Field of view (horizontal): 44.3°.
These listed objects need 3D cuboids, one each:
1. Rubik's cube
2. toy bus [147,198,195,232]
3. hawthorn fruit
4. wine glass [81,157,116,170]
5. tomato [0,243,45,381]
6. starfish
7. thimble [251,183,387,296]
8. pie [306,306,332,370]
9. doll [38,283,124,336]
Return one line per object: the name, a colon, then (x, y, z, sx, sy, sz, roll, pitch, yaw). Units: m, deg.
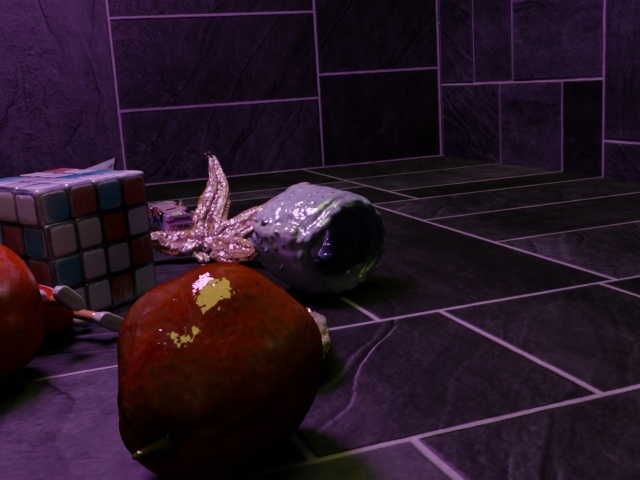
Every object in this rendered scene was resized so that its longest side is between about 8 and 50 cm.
Rubik's cube: (-0.498, 0.001, 1.507, 0.259, 0.253, 0.256, 3, 13, 33)
toy bus: (-0.382, -0.042, 2.035, 0.090, 0.112, 0.274, -8, 12, -20)
hawthorn fruit: (-0.117, 0.149, 0.815, 0.224, 0.224, 0.261, 0, 32, 19)
wine glass: (-0.680, -0.093, 1.764, 0.406, 0.267, 0.267, 10, 8, -14)
tomato: (-0.488, 0.106, 1.093, 0.189, 0.232, 0.232, 17, 17, 16)
starfish: (-0.243, -0.051, 1.828, 0.398, 0.132, 0.384, 7, 52, 29)
thimble: (0.000, 0.000, 1.486, 0.172, 0.205, 0.250, 16, 5, 44)
pie: (-0.115, 0.143, 1.111, 0.308, 0.085, 0.308, -2, 11, 0)
doll: (-0.450, 0.116, 1.292, 0.217, 0.085, 0.183, -8, -28, 26)
